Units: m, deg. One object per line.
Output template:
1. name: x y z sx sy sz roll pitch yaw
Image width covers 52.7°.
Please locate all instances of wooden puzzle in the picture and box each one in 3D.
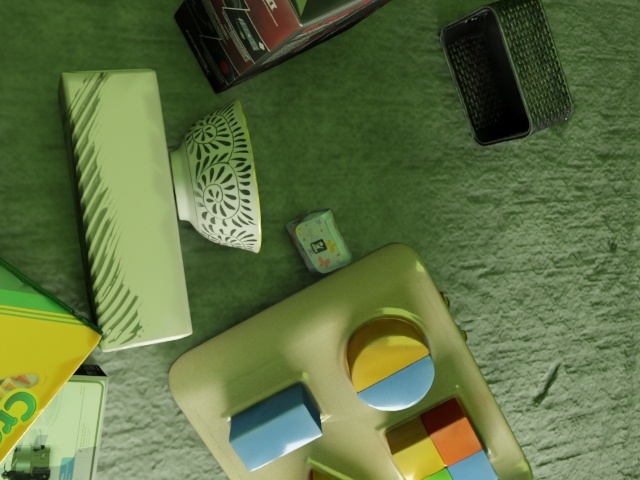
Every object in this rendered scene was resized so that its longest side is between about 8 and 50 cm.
1. wooden puzzle: 0.041 0.223 0.740 0.322 0.080 0.348 -29 100 5

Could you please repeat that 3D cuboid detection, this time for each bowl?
1. bowl: -0.118 -0.065 0.699 0.080 0.170 0.170 -8 93 -13

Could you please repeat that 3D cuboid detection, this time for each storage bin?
1. storage bin: 0.255 -0.233 0.892 0.084 0.122 0.180 -26 100 -23

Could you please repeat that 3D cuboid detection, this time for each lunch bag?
1. lunch bag: 0.000 0.000 0.790 0.053 0.083 0.071 -32 103 -22

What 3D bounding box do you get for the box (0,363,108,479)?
1. box: -0.365 0.198 0.613 0.290 0.087 0.169 10 85 -24

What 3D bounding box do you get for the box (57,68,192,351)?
1. box: -0.207 -0.031 0.680 0.094 0.113 0.275 -9 92 -24

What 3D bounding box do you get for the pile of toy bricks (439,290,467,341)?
1. pile of toy bricks: 0.148 0.162 0.859 0.105 0.118 0.212 -1 78 -60

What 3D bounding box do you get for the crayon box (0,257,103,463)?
1. crayon box: -0.339 0.139 0.533 0.165 0.081 0.278 42 72 -19

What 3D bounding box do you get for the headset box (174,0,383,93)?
1. headset box: -0.006 -0.275 0.677 0.218 0.293 0.110 -33 102 -23
